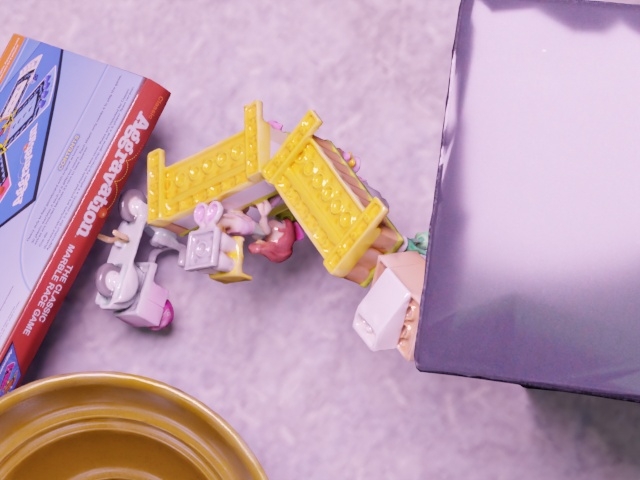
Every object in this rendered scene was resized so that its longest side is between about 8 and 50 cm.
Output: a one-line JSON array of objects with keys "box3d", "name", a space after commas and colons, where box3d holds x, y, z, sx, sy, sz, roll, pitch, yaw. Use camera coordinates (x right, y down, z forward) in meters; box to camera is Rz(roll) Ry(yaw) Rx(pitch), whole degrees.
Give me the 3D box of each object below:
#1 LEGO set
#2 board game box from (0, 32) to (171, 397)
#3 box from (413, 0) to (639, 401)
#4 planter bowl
[{"box3d": [0.000, 0.000, 1.087, 0.287, 0.107, 0.132, 5, 77, 46], "name": "LEGO set"}, {"box3d": [-0.205, 0.014, 1.169, 0.145, 0.027, 0.281, 22, 82, 43], "name": "board game box"}, {"box3d": [0.252, 0.005, 0.956, 0.343, 0.312, 0.179, 6, 87, 15], "name": "box"}, {"box3d": [-0.125, 0.187, 1.114, 0.217, 0.090, 0.217, 0, 81, 2], "name": "planter bowl"}]
